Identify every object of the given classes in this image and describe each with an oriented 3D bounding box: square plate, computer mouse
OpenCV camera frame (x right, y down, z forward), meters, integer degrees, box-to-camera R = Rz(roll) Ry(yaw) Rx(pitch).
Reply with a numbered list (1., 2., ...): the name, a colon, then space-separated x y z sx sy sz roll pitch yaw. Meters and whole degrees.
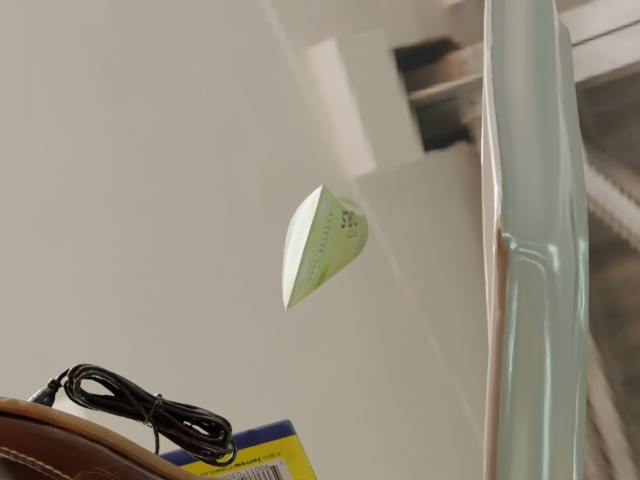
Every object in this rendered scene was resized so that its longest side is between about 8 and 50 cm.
1. square plate: 0.109 0.044 0.946 0.049 0.344 0.347 0 -56 5
2. computer mouse: -0.195 0.227 1.502 0.184 0.262 0.060 29 -19 -4

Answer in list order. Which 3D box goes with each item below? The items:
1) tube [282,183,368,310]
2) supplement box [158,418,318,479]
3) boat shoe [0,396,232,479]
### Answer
1. tube: 0.000 0.000 1.363 0.062 0.240 0.070 -25 -90 6
2. supplement box: -0.061 0.390 1.794 0.194 0.195 0.356 92 -22 -46
3. boat shoe: -0.106 0.147 0.947 0.207 0.073 0.073 21 -33 -3
